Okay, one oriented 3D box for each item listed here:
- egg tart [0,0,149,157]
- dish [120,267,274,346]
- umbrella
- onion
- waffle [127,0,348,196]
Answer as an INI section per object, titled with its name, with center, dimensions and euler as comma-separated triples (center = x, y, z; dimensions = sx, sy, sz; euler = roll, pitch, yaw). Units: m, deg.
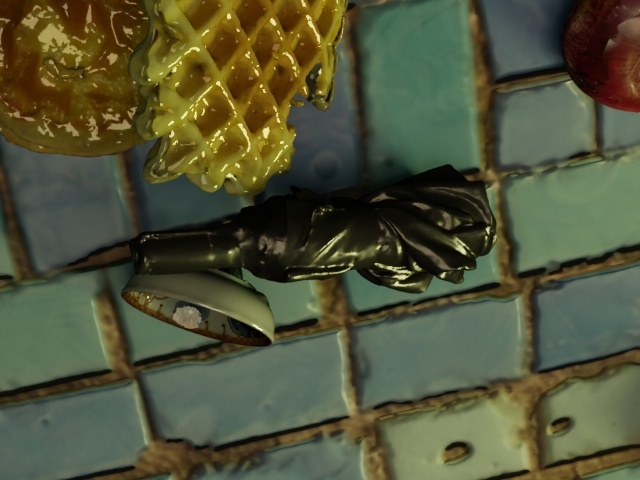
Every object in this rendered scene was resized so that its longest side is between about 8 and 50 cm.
[egg tart]
center = -0.194, -0.184, 1.104
dimensions = 0.241, 0.106, 0.241
euler = -2, 111, -6
[dish]
center = -0.098, 0.035, 1.204
dimensions = 0.141, 0.141, 0.078
euler = 23, 74, -17
[umbrella]
center = 0.000, 0.000, 1.161
dimensions = 0.340, 0.118, 0.118
euler = -5, 112, -31
[onion]
center = 0.290, -0.164, 1.177
dimensions = 0.150, 0.140, 0.150
euler = -3, 126, -4
[waffle]
center = -0.058, -0.160, 1.084
dimensions = 0.250, 0.056, 0.261
euler = -14, 117, -54
